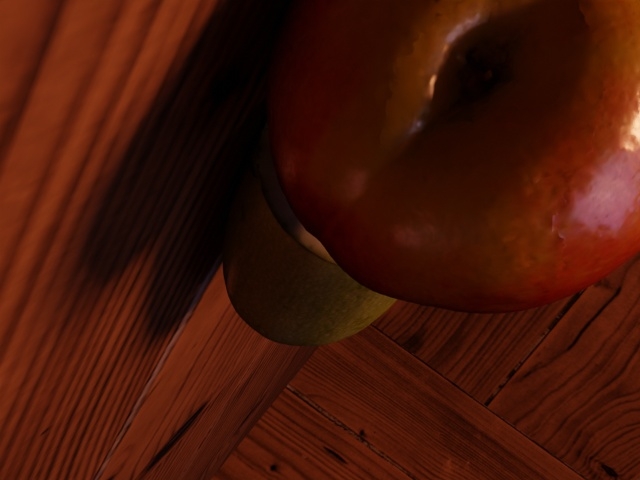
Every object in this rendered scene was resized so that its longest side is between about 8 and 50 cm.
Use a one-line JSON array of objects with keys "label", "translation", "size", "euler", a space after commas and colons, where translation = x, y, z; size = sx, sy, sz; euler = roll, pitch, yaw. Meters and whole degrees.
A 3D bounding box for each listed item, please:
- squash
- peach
[{"label": "squash", "translation": [0.000, 0.000, 0.548], "size": [0.123, 0.123, 0.186], "euler": [-51, 176, -29]}, {"label": "peach", "translation": [0.069, -0.061, 0.409], "size": [0.190, 0.190, 0.192], "euler": [-55, 168, 8]}]
